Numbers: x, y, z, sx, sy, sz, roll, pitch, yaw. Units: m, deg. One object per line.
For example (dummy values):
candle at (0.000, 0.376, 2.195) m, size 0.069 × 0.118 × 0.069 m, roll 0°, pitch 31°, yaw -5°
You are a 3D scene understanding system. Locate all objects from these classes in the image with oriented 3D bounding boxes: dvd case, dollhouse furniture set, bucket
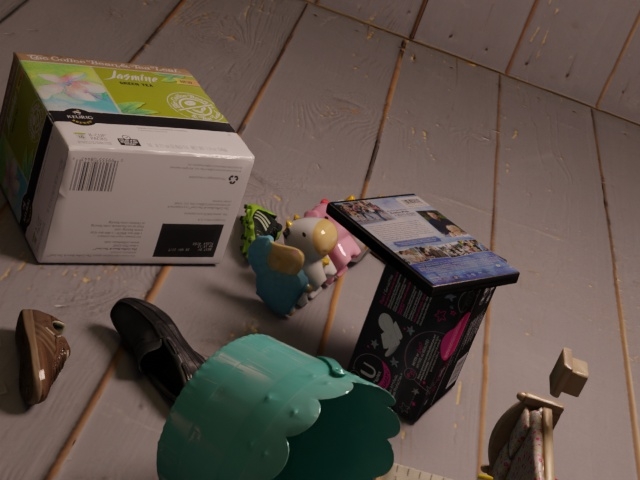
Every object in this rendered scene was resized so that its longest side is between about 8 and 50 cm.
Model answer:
dvd case at (0.149, 0.003, 1.910) m, size 0.180 × 0.022 × 0.253 m, roll -7°, pitch 34°, yaw -38°
dollhouse furniture set at (0.175, 0.327, 1.518) m, size 0.173 × 0.356 × 0.303 m, roll 19°, pitch 28°, yaw -2°
bucket at (-0.053, 0.260, 1.584) m, size 0.183 × 0.281 × 0.281 m, roll 29°, pitch 27°, yaw 32°

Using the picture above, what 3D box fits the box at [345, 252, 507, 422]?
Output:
box at (0.160, 0.122, 1.990) m, size 0.142 × 0.247 × 0.163 m, roll 29°, pitch 28°, yaw 18°

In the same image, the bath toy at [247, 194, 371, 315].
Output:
bath toy at (0.000, 0.000, 2.204) m, size 0.129 × 0.151 × 0.348 m, roll 43°, pitch 30°, yaw 8°

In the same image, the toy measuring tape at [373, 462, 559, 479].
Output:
toy measuring tape at (0.234, 0.368, 1.786) m, size 0.330 × 0.121 × 0.121 m, roll 10°, pitch 24°, yaw 19°

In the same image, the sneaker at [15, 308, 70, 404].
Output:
sneaker at (-0.374, 0.155, 1.764) m, size 0.071 × 0.066 × 0.188 m, roll 9°, pitch 30°, yaw -23°

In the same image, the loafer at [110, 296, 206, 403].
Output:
loafer at (-0.233, 0.158, 1.843) m, size 0.223 × 0.076 × 0.078 m, roll 42°, pitch 26°, yaw 28°

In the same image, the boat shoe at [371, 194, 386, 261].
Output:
boat shoe at (0.186, 0.025, 2.355) m, size 0.285 × 0.089 × 0.104 m, roll 36°, pitch 31°, yaw 27°

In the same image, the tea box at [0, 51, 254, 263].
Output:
tea box at (-0.338, -0.136, 2.146) m, size 0.329 × 0.220 × 0.323 m, roll 1°, pitch 33°, yaw -33°

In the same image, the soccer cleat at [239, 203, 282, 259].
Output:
soccer cleat at (-0.102, -0.013, 2.263) m, size 0.072 × 0.060 × 0.179 m, roll 16°, pitch 25°, yaw -11°
